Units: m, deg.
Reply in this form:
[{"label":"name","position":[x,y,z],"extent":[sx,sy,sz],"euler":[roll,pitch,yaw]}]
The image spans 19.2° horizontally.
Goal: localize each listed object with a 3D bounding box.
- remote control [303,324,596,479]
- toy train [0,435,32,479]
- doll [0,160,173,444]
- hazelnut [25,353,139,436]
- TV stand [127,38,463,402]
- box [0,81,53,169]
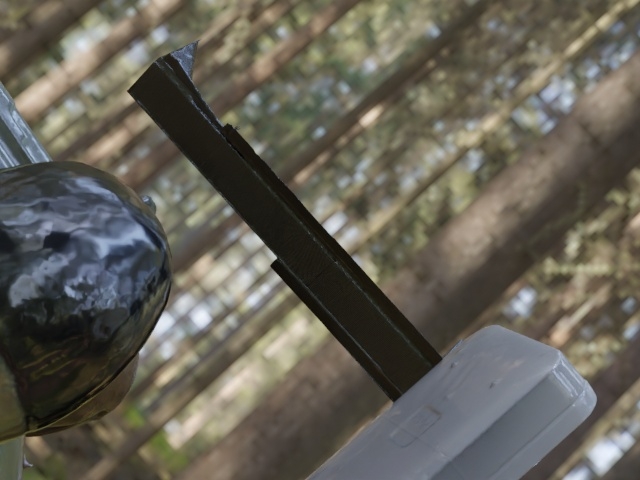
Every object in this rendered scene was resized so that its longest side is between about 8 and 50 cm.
[{"label":"remote control","position":[0.002,0.129,0.786],"extent":[0.034,0.250,0.103],"euler":[52,-9,-14]},{"label":"toy train","position":[-0.236,0.172,0.864],"extent":[0.131,0.202,0.300],"euler":[107,-17,-55]},{"label":"doll","position":[-0.107,0.037,0.484],"extent":[0.089,0.179,0.102],"euler":[17,-44,44]},{"label":"hazelnut","position":[-0.194,0.044,1.232],"extent":[0.178,0.178,0.204],"euler":[50,-37,-6]},{"label":"TV stand","position":[0.000,0.000,1.015],"extent":[0.256,0.049,0.040],"euler":[48,-61,3]},{"label":"box","position":[-0.135,0.007,0.574],"extent":[0.062,0.122,0.089],"euler":[-30,-86,46]}]
